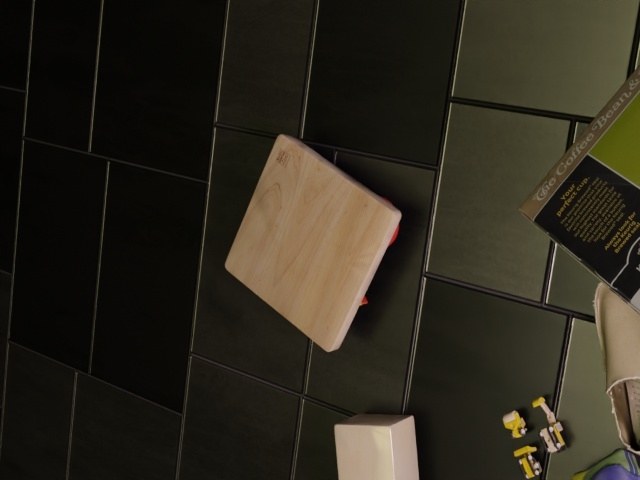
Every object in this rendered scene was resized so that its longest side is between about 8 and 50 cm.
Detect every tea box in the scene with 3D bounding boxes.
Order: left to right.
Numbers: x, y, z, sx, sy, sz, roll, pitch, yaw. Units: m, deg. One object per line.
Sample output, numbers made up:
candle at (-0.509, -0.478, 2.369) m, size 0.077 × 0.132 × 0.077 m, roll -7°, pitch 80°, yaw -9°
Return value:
tea box at (0.454, -0.046, 1.161) m, size 0.329 × 0.220 × 0.323 m, roll -51°, pitch 31°, yaw 9°

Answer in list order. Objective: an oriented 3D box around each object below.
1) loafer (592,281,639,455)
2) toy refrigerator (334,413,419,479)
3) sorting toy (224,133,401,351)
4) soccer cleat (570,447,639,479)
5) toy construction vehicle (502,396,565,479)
loafer at (0.422, 0.163, 1.411) m, size 0.102 × 0.092 × 0.268 m, roll -18°, pitch 83°, yaw 37°
toy refrigerator at (0.098, 0.414, 1.688) m, size 0.102 × 0.094 × 0.269 m, roll -5°, pitch 91°, yaw 31°
sorting toy at (0.000, 0.000, 1.727) m, size 0.255 × 0.089 × 0.257 m, roll 37°, pitch 115°, yaw 29°
soccer cleat at (0.357, 0.395, 1.499) m, size 0.093 × 0.121 × 0.289 m, roll 26°, pitch 132°, yaw -10°
toy construction vehicle at (0.312, 0.285, 1.549) m, size 0.086 × 0.035 × 0.098 m, roll -41°, pitch 66°, yaw 44°
